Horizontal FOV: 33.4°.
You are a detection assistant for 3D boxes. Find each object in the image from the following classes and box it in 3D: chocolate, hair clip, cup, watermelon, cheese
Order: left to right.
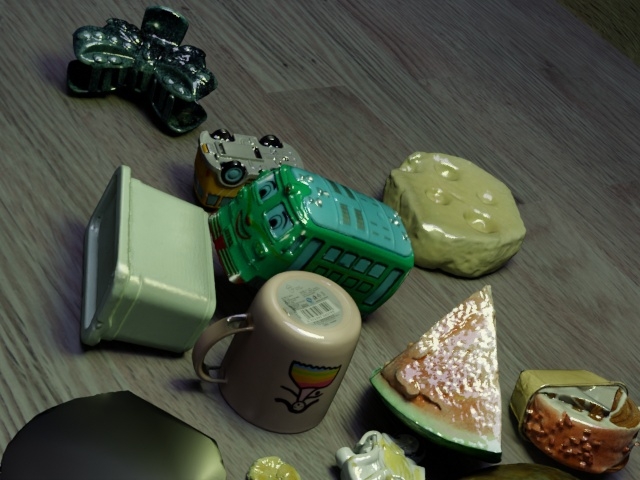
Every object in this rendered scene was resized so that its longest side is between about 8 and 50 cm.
[{"bbox_3d":[-0.272,0.353,1.343,0.284,0.186,0.283,9,45,-9],"label":"chocolate"},{"bbox_3d":[-0.362,-0.362,2.217,0.310,0.194,0.206,22,42,-6],"label":"hair clip"},{"bbox_3d":[-0.072,0.166,1.684,0.253,0.200,0.191,6,39,-23],"label":"cup"},{"bbox_3d":[0.192,0.222,1.786,0.222,0.292,0.319,-2,72,3],"label":"watermelon"},{"bbox_3d":[0.270,-0.055,2.242,0.318,0.115,0.326,38,37,17],"label":"cheese"}]

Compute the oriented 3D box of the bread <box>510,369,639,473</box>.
[{"bbox_3d":[0.452,0.315,1.864,0.224,0.142,0.212,3,26,-26],"label":"bread"}]

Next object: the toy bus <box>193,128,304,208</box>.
[{"bbox_3d":[-0.146,-0.125,2.070,0.210,0.136,0.126,4,40,-27],"label":"toy bus"}]

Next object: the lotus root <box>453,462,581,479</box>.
[{"bbox_3d":[0.331,0.413,1.655,0.314,0.142,0.210,0,41,-33],"label":"lotus root"}]

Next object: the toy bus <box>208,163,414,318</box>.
[{"bbox_3d":[0.000,0.000,1.863,0.344,0.199,0.183,19,39,-44],"label":"toy bus"}]

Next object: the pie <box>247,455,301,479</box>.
[{"bbox_3d":[-0.069,0.358,1.595,0.084,0.020,0.084,15,34,-11],"label":"pie"}]

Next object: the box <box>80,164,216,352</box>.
[{"bbox_3d":[-0.281,0.042,1.762,0.183,0.175,0.311,19,34,-22],"label":"box"}]

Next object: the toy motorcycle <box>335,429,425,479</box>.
[{"bbox_3d":[0.092,0.365,1.635,0.151,0.074,0.228,19,37,-3],"label":"toy motorcycle"}]
